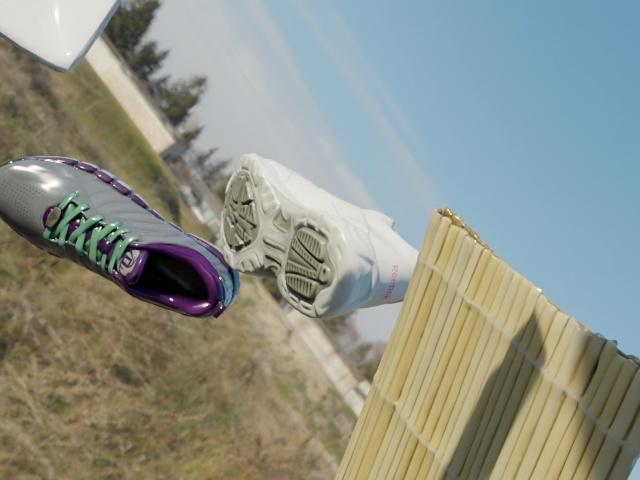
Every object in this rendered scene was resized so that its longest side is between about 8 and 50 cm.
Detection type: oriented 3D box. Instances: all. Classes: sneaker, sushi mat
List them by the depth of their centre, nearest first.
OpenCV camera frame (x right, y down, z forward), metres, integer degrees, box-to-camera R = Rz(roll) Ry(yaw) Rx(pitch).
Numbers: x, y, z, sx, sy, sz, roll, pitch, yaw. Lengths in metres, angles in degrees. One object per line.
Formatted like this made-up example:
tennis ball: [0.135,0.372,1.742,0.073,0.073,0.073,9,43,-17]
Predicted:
sushi mat: [0.033,0.156,0.395,0.019,0.316,0.151,9,19,-31]
sneaker: [0.000,0.000,0.716,0.115,0.090,0.232,8,20,-33]
sneaker: [-0.166,-0.006,0.724,0.224,0.083,0.098,25,2,-4]

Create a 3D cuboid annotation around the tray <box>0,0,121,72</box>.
tray: [-0.098,-0.213,0.378,0.145,0.270,0.030,34,-17,-18]
